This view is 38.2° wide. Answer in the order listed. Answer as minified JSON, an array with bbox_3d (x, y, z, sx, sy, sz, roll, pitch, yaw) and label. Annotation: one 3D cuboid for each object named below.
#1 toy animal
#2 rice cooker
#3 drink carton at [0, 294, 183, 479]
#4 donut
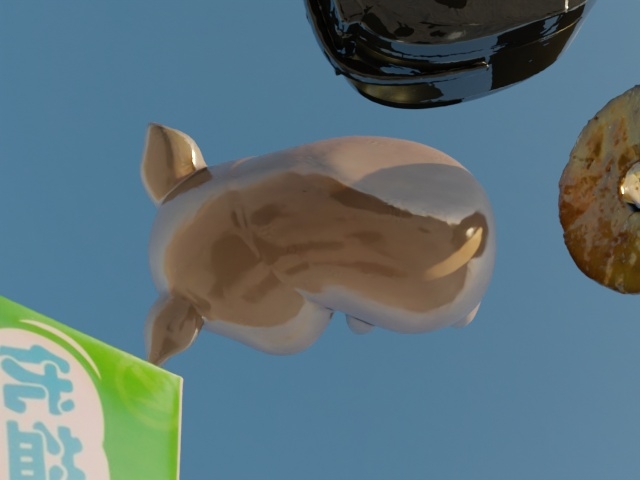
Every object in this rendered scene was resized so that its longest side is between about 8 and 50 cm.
[{"bbox_3d":[0.001,0.004,0.648,0.250,0.166,0.154,-5,-39,-5],"label":"toy animal"},{"bbox_3d":[0.073,-0.137,0.507,0.165,0.106,0.112,-16,-107,-1],"label":"rice cooker"},{"bbox_3d":[-0.185,0.080,0.322,0.271,0.161,0.108,32,-58,-29],"label":"drink carton"},{"bbox_3d":[0.224,-0.030,0.600,0.058,0.152,0.152,15,-75,-30],"label":"donut"}]
